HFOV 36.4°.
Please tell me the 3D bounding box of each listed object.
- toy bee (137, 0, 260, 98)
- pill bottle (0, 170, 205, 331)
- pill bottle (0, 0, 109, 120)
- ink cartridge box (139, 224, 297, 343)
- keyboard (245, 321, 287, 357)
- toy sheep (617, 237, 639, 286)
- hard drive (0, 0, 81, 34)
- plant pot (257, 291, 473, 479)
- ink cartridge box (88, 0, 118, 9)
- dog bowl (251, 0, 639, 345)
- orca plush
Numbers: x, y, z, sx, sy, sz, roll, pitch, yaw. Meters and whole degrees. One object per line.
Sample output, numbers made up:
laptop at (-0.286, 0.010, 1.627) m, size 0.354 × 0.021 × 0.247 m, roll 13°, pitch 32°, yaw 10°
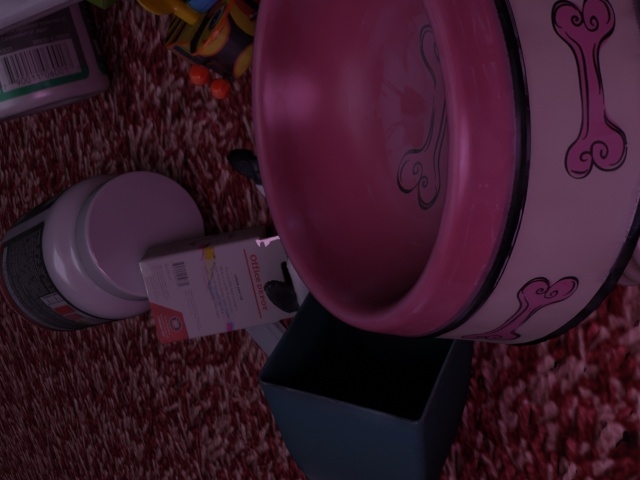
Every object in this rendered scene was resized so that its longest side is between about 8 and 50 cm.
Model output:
toy bee at (-0.109, -0.225, 1.019) m, size 0.195 × 0.162 × 0.298 m, roll 26°, pitch 166°, yaw -4°
pill bottle at (-0.327, 0.019, 1.433) m, size 0.363 × 0.210 × 0.210 m, roll -15°, pitch 96°, yaw 56°
pill bottle at (-0.450, -0.363, 1.392) m, size 0.204 × 0.204 × 0.361 m, roll -4°, pitch 105°, yaw 54°
ink cartridge box at (-0.117, 0.052, 1.240) m, size 0.067 × 0.198 × 0.115 m, roll -81°, pitch -21°, yaw -74°
keyboard at (-0.025, 0.174, 1.289) m, size 0.256 × 0.014 × 0.072 m, roll 46°, pitch 145°, yaw 29°
toy sheep at (0.240, -0.006, 0.764) m, size 0.132 × 0.091 × 0.091 m, roll -9°, pitch 101°, yaw 55°
hard drive at (-0.367, -0.393, 1.239) m, size 0.308 × 0.040 × 0.203 m, roll -18°, pitch 95°, yaw 14°
plant pot at (0.064, 0.178, 1.009) m, size 0.166 × 0.165 × 0.234 m, roll 10°, pitch 136°, yaw 23°
ink cartridge box at (-0.201, -0.405, 1.031) m, size 0.097 × 0.189 × 0.255 m, roll 28°, pitch 134°, yaw 10°
dog bowl at (0.074, -0.103, 0.798) m, size 0.408 × 0.150 × 0.407 m, roll 29°, pitch 124°, yaw 57°
orca plush at (0.000, 0.000, 1.068) m, size 0.151 × 0.102 × 0.287 m, roll -28°, pitch 117°, yaw 31°
